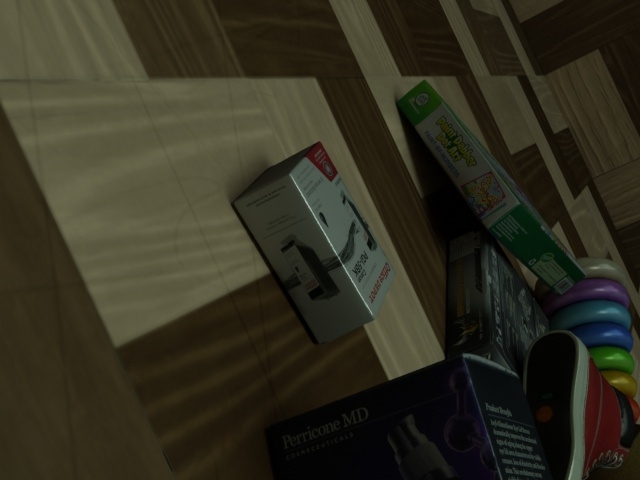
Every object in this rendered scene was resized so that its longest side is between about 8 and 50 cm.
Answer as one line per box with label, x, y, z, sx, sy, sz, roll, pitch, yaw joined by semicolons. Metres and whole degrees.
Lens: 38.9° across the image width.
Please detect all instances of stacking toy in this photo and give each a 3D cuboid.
stacking toy;0.414;0.195;1.332;0.141;0.141;0.330;37;39;-47

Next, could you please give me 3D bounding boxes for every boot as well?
boot;0.270;0.241;0.952;0.176;0.088;0.244;44;53;-33

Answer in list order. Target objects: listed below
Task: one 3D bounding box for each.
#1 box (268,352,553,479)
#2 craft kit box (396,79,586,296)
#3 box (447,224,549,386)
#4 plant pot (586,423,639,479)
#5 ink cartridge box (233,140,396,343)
box;0.073;0.196;0.578;0.108;0.153;0.207;26;43;-55
craft kit box;0.229;-0.067;1.205;0.250;0.061;0.246;34;18;-50
box;0.217;0.116;1.078;0.183;0.056;0.231;53;26;-26
plant pot;0.429;0.361;1.111;0.254;0.237;0.237;53;22;8
ink cartridge box;0.000;0.000;0.736;0.135;0.056;0.099;59;23;-12
